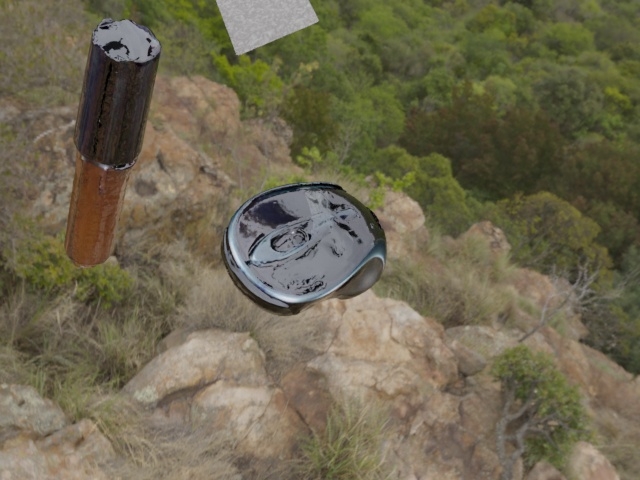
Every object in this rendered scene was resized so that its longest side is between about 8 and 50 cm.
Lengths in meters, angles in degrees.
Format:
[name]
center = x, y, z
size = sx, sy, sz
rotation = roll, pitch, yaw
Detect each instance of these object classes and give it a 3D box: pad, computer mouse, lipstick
[pad]
center = -0.110, -0.443, 1.047
size = 0.158, 0.003, 0.234
rotation = -23, 59, 1
[computer mouse]
center = 0.000, 0.000, 0.620
size = 0.137, 0.096, 0.233
rotation = 48, 34, 14
[lipstick]
center = -0.273, -0.087, 0.709
size = 0.077, 0.418, 0.077
rotation = 15, 51, -19
